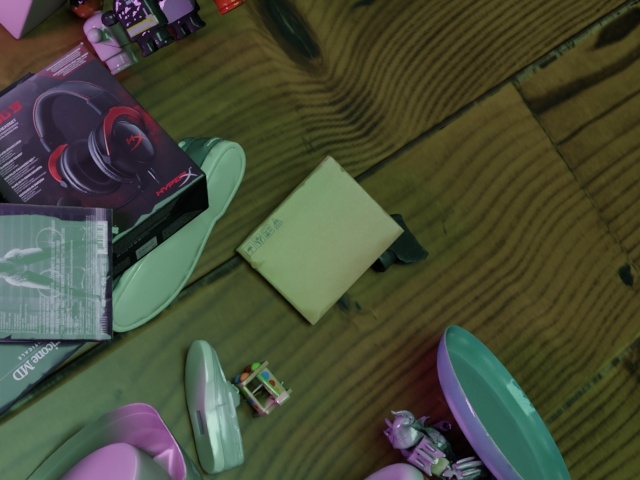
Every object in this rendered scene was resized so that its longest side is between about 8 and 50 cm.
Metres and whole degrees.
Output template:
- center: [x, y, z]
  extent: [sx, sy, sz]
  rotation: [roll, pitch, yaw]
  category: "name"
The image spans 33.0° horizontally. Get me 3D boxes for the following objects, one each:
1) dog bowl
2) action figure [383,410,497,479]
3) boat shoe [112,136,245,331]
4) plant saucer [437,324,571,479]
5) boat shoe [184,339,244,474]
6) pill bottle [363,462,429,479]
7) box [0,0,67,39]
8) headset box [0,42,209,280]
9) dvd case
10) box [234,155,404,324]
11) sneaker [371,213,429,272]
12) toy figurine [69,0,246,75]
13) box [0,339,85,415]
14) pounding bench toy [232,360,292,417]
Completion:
- center: [-0.276, 0.357, 1.254]
  extent: [0.102, 0.349, 0.348]
  rotation: [45, 62, -21]
  category: "dog bowl"
- center: [0.197, 0.332, 1.573]
  extent: [0.099, 0.185, 0.285]
  rotation: [-43, 113, 5]
  category: "action figure"
- center: [-0.225, -0.016, 1.522]
  extent: [0.099, 0.116, 0.319]
  rotation: [21, 69, 29]
  category: "boat shoe"
- center: [0.264, 0.267, 1.584]
  extent: [0.044, 0.317, 0.317]
  rotation: [-37, 94, 16]
  category: "plant saucer"
- center: [-0.141, 0.228, 1.496]
  extent: [0.063, 0.066, 0.184]
  rotation: [-5, 77, -36]
  category: "boat shoe"
- center: [0.172, 0.499, 1.483]
  extent: [0.363, 0.210, 0.210]
  rotation: [46, 63, -8]
  category: "pill bottle"
- center: [-0.376, -0.382, 1.431]
  extent: [0.094, 0.275, 0.113]
  rotation: [46, 62, -7]
  category: "box"
- center: [-0.323, -0.102, 1.420]
  extent: [0.218, 0.110, 0.293]
  rotation: [-38, 74, -18]
  category: "headset box"
- center: [-0.356, 0.037, 1.267]
  extent: [0.221, 0.018, 0.164]
  rotation: [2, 75, -21]
  category: "dvd case"
- center: [0.000, 0.000, 1.608]
  extent: [0.164, 0.021, 0.201]
  rotation: [45, 82, -8]
  category: "box"
- center: [0.090, -0.018, 1.677]
  extent: [0.089, 0.051, 0.170]
  rotation: [-42, 100, -28]
  category: "sneaker"
- center: [-0.238, -0.348, 1.522]
  extent: [0.213, 0.210, 0.148]
  rotation: [-36, 104, -28]
  category: "toy figurine"
- center: [-0.514, 0.118, 1.288]
  extent: [0.343, 0.179, 0.312]
  rotation: [-42, 94, -27]
  category: "box"
- center: [-0.081, 0.205, 1.516]
  extent: [0.052, 0.083, 0.065]
  rotation: [-41, 96, -27]
  category: "pounding bench toy"
